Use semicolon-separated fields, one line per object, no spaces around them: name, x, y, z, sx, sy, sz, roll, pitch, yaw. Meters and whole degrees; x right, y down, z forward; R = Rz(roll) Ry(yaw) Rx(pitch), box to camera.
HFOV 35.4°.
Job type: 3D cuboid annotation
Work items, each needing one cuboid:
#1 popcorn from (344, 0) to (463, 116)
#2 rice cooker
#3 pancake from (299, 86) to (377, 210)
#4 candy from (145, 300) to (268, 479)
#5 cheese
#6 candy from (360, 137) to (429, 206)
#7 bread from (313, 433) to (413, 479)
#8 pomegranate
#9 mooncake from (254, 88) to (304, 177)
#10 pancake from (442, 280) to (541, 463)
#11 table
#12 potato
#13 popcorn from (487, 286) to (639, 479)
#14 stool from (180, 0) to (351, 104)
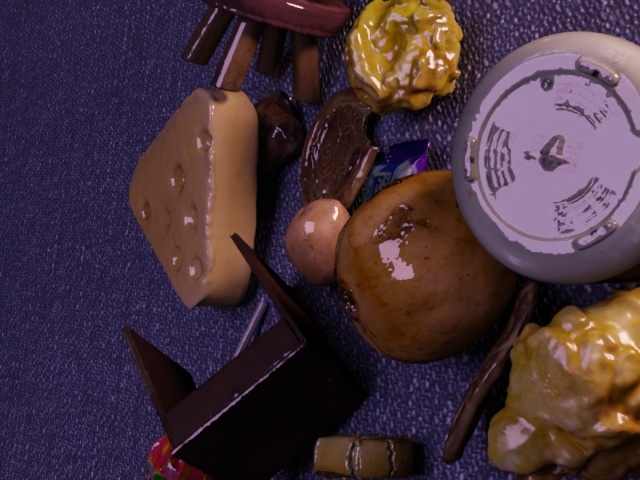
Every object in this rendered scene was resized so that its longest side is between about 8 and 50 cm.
popcorn;0.128;-0.275;1.505;0.198;0.155;0.197;-10;67;24
rice cooker;0.316;-0.089;1.131;0.288;0.277;0.288;0;90;37
pancake;0.027;-0.142;1.640;0.212;0.029;0.235;-45;40;38
candy;-0.177;0.268;1.692;0.124;0.124;0.365;18;79;49
cheese;-0.212;-0.047;1.782;0.384;0.104;0.383;0;90;57
candy;0.102;-0.017;1.501;0.145;0.070;0.275;-4;75;56
bread;0.056;0.301;1.396;0.156;0.118;0.064;-12;69;45
pomegranate;0.138;0.034;1.299;0.260;0.260;0.260;-19;63;43
mooncake;-0.091;-0.186;1.767;0.125;0.073;0.129;-41;53;30
pancake;0.210;0.154;1.224;0.031;0.250;0.250;26;98;11
table;-0.125;0.185;1.527;0.251;0.196;0.282;-41;46;5
potato;0.001;0.003;1.553;0.112;0.112;0.147;33;138;48
popcorn;0.304;0.175;1.091;0.266;0.233;0.192;-41;60;-3
stool;-0.099;-0.357;1.711;0.272;0.272;0.178;41;120;47
